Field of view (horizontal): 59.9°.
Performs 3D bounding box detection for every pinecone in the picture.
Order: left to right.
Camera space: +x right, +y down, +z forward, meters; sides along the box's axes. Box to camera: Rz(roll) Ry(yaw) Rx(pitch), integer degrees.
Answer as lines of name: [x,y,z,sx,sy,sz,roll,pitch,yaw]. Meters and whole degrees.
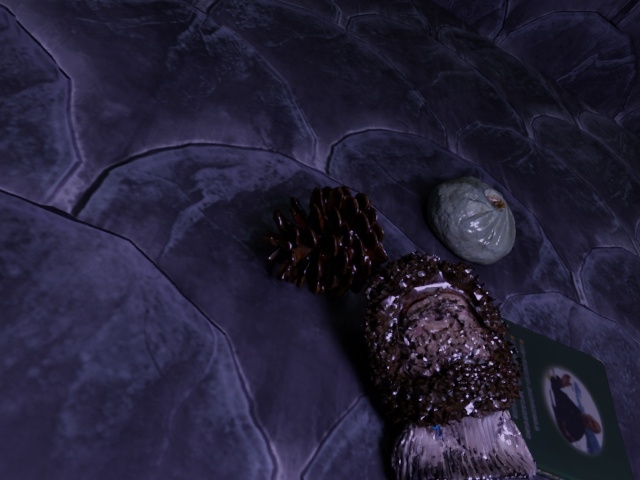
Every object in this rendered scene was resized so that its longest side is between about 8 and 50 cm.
pinecone: [-0.001,0.002,0.781,0.165,0.163,0.162,-5,55,-28]

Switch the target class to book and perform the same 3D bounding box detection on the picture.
book: [0.332,0.245,0.893,0.371,0.043,0.260,26,43,-14]

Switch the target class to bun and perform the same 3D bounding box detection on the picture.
bun: [0.307,-0.051,1.100,0.196,0.118,0.195,21,39,-18]

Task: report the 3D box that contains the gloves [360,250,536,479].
gloves: [0.151,0.167,0.719,0.135,0.211,0.312,39,45,-69]
